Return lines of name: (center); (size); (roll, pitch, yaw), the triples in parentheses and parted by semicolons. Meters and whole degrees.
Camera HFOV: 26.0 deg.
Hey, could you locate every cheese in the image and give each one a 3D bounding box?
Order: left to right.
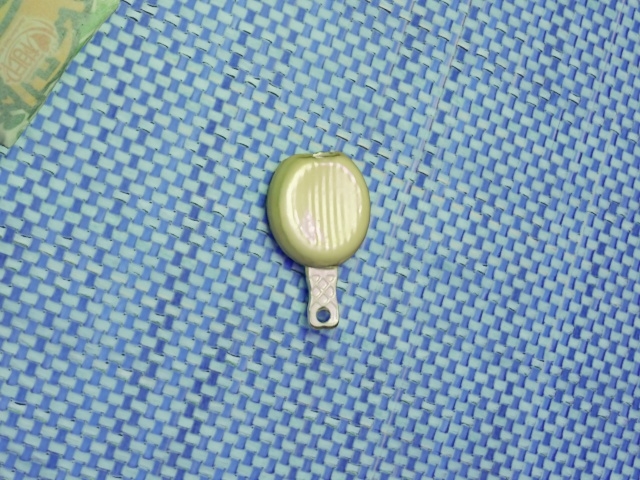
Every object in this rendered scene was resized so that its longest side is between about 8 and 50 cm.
cheese: (0.000, 0.000, 1.766); (0.137, 0.064, 0.227); (-1, 85, -19)

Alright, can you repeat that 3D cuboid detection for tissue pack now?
tissue pack: (-0.408, -0.284, 1.547); (0.311, 0.128, 0.228); (37, 103, -17)
